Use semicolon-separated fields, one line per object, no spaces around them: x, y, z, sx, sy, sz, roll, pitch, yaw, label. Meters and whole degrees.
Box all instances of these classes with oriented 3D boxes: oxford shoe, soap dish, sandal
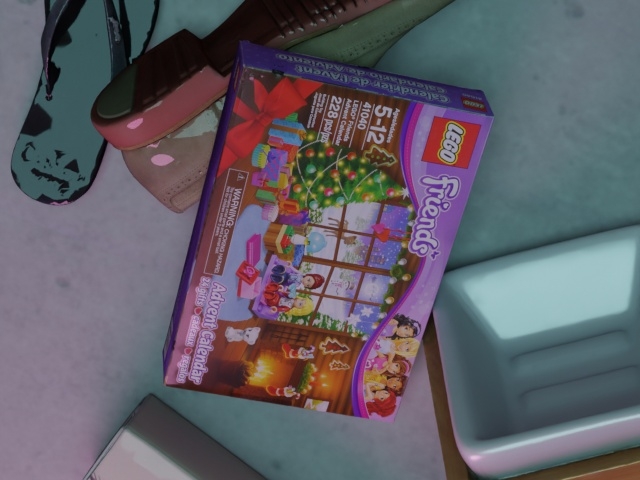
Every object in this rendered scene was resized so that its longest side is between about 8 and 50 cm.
-0.010;-0.146;1.333;0.348;0.123;0.130;-27;122;7;oxford shoe
0.203;0.113;1.267;0.228;0.291;0.118;-14;118;6;soap dish
-0.196;-0.151;1.357;0.097;0.054;0.255;13;100;2;sandal

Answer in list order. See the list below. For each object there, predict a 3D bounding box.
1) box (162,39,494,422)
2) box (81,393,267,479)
0.000;0.000;1.304;0.200;0.057;0.293;10;117;-11;box
-0.073;0.257;1.386;0.275;0.113;0.094;37;101;-1;box
